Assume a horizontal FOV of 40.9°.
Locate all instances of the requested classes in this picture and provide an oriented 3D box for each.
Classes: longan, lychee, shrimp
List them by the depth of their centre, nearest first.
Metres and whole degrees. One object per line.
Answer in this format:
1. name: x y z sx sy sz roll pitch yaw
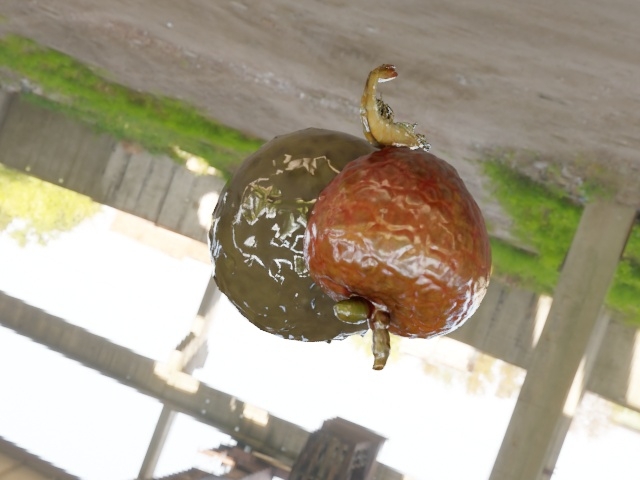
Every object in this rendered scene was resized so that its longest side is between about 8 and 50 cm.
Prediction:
1. lychee: 0.098 0.020 1.126 0.255 0.300 0.255 27 165 8
2. shrimp: 0.104 -0.180 1.197 0.034 0.124 0.178 -5 172 38
3. longan: 0.000 0.000 1.489 0.391 0.391 0.391 20 179 0
